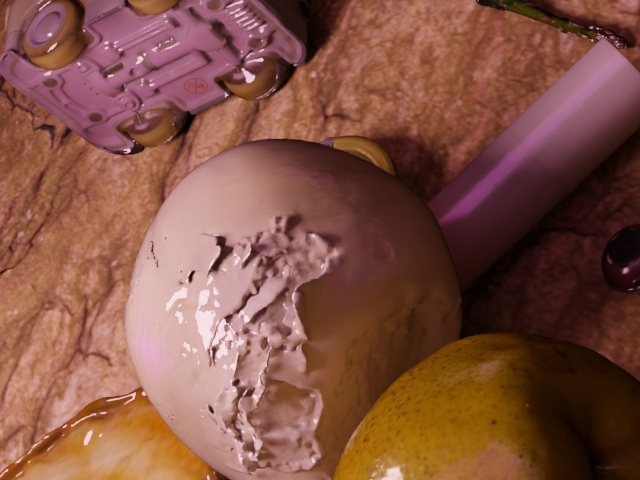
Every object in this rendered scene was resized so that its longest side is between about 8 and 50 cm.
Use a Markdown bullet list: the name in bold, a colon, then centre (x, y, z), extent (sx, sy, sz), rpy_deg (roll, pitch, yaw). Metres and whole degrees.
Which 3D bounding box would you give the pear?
- **pear**: centre (0.137, 0.213, 1.202), extent (0.294, 0.294, 0.294), rpy_deg (-25, 46, 29)

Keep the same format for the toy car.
- **toy car**: centre (-0.195, -0.279, 1.910), extent (0.336, 0.242, 0.226), rpy_deg (-22, 50, 29)

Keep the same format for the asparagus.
- **asparagus**: centre (0.236, -0.229, 1.636), extent (0.233, 0.023, 0.022), rpy_deg (33, 130, 51)

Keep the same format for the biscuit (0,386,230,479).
- **biscuit**: centre (-0.215, 0.308, 1.614), extent (0.329, 0.078, 0.335), rpy_deg (-26, 46, 23)

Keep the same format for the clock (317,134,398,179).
- **clock**: centre (0.000, 0.000, 1.657), extent (0.237, 0.057, 0.237), rpy_deg (-27, 44, 30)

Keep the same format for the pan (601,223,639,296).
- **pan**: centre (0.279, 0.030, 1.392), extent (0.068, 0.023, 0.115), rpy_deg (-28, 44, 24)

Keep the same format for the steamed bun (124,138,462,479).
- **steamed bun**: centre (-0.051, 0.077, 1.424), extent (0.312, 0.233, 0.333), rpy_deg (23, 112, 46)

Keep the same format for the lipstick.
- **lipstick**: centre (0.177, -0.048, 1.499), extent (0.327, 0.087, 0.087), rpy_deg (-44, 40, 9)
